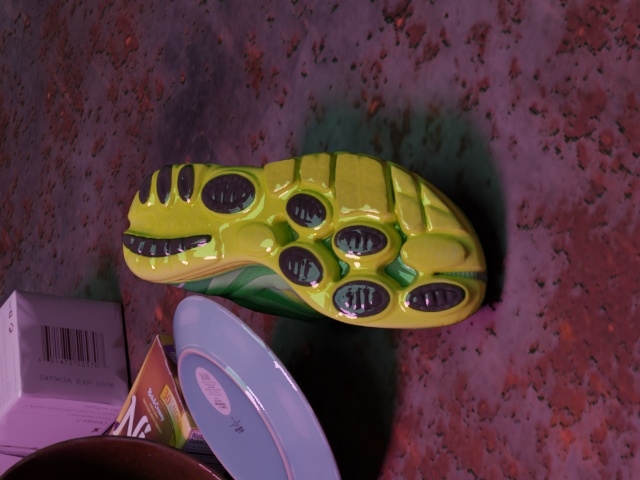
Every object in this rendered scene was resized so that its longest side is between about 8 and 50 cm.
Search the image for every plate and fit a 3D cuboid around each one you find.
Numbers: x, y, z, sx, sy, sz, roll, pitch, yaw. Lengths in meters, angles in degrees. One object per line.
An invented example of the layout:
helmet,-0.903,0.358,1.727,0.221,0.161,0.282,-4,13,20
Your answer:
plate,-0.051,0.123,1.226,0.188,0.024,0.188,43,152,29

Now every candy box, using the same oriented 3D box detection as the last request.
candy box,-0.128,0.179,1.426,0.187,0.053,0.109,-62,34,29

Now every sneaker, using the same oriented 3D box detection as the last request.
sneaker,0.000,0.000,1.194,0.295,0.123,0.109,9,85,42

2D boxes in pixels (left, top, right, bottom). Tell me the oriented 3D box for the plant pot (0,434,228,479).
plant pot,-0.161,0.299,1.330,0.230,0.215,0.215,106,153,-44

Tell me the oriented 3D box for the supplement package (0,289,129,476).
supplement package,-0.256,0.135,1.606,0.179,0.105,0.105,-45,46,47
